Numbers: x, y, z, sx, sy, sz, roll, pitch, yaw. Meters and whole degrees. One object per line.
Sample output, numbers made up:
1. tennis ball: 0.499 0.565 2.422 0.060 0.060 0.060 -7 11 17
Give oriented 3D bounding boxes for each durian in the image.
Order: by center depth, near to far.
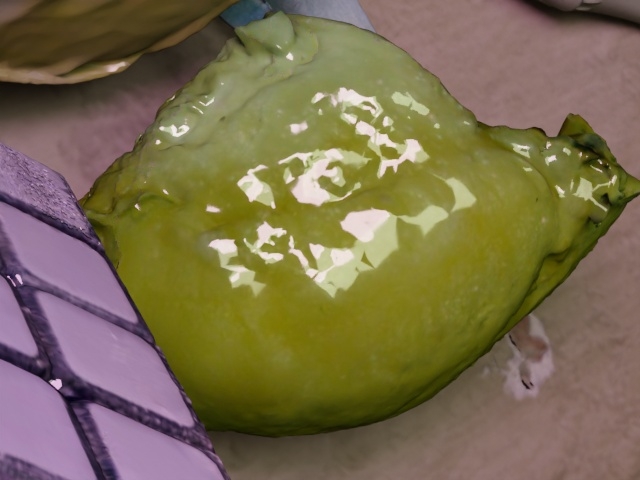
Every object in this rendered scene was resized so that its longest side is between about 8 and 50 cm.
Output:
1. durian: 0.000 0.000 1.016 0.340 0.204 0.256 -44 91 -15

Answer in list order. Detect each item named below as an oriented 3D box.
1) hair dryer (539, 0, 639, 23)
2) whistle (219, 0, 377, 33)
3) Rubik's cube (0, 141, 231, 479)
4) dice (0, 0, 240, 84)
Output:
1. hair dryer: 0.211 -0.244 1.266 0.167 0.067 0.199 31 50 -23
2. whistle: -0.061 -0.220 1.105 0.274 0.093 0.186 48 38 -9
3. Rubik's cube: -0.279 0.107 0.662 0.337 0.344 0.344 29 104 -36
4. dice: -0.148 -0.239 0.924 0.233 0.238 0.226 7 56 -56
